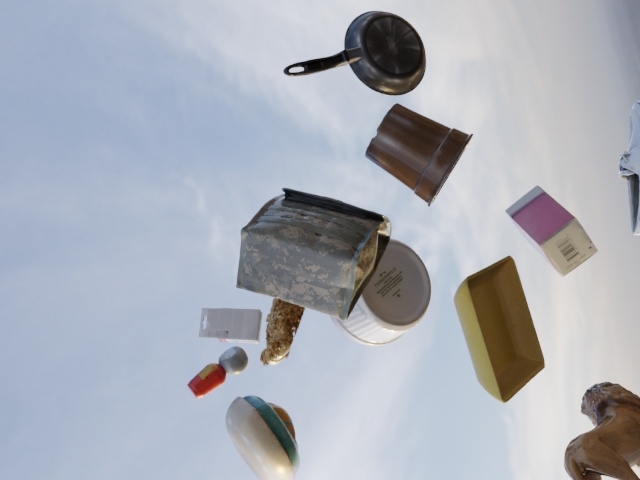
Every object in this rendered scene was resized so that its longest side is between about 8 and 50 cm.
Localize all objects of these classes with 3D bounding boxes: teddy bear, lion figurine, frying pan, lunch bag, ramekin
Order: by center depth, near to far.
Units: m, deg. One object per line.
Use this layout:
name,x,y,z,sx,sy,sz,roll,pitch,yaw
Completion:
lion figurine,0.556,0.395,1.508,0.240,0.142,0.392,41,-153,27
lunch bag,0.000,0.000,1.577,0.287,0.236,0.168,-53,-24,-57
frying pan,0.085,-0.413,1.671,0.326,0.053,0.197,8,-106,-22
ramekin,0.150,0.117,1.947,0.273,0.127,0.272,9,-108,-28
teddy bear,-0.099,0.191,2.215,0.245,0.113,0.337,115,175,-85

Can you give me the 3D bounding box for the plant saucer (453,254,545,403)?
plant saucer,0.467,0.232,2.122,0.333,0.081,0.332,-17,-90,-55

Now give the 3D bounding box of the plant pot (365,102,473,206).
plant pot,0.188,-0.178,1.566,0.167,0.165,0.167,-58,-6,-9

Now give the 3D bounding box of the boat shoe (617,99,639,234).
boat shoe,0.597,-0.136,1.477,0.095,0.084,0.257,64,-161,-78

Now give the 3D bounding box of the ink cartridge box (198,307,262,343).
ink cartridge box,-0.172,0.163,1.528,0.029,0.115,0.062,71,-158,-69

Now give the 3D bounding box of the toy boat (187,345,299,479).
toy boat,-0.149,0.372,1.730,0.318,0.148,0.267,44,160,27

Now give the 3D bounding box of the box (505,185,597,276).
box,0.655,-0.029,2.270,0.148,0.127,0.232,47,-172,-28
